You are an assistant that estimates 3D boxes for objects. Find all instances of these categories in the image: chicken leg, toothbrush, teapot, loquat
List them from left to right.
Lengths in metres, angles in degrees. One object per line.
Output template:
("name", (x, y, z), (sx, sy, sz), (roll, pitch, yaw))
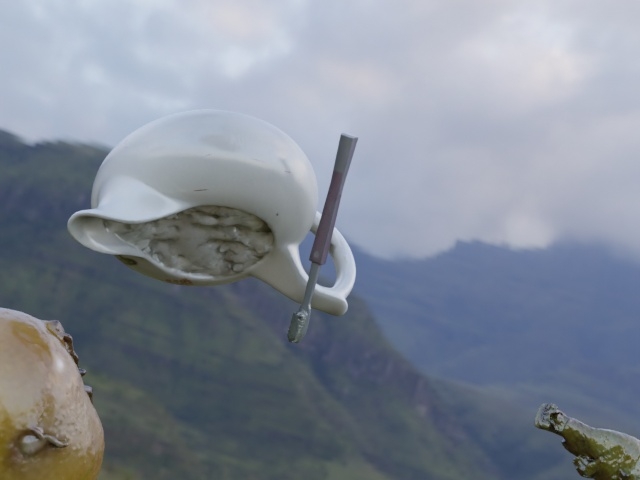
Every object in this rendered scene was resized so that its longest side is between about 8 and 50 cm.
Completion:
("loquat", (-0.186, 0.105, 0.885), (0.141, 0.141, 0.141), (17, -13, 4))
("teapot", (-0.093, -0.024, 1.475), (0.298, 0.139, 0.204), (13, -42, -28))
("toothbrush", (0.001, 0.000, 1.432), (0.014, 0.194, 0.017), (21, 11, 26))
("chicken leg", (0.306, 0.240, 1.766), (0.178, 0.093, 0.070), (35, 18, -7))
